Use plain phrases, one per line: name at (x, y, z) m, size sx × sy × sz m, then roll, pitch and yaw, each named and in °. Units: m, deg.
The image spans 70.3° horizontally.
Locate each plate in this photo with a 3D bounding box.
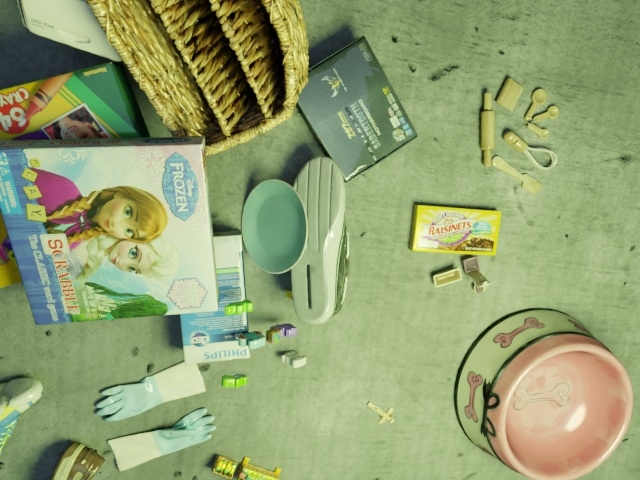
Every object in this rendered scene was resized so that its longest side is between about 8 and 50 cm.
plate at (-0.089, -0.028, 0.905) m, size 0.024 × 0.188 × 0.188 m, roll -6°, pitch 104°, yaw -50°

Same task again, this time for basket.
basket at (-0.154, -0.308, 0.720) m, size 0.213 × 0.223 × 0.299 m, roll 2°, pitch 138°, yaw 26°

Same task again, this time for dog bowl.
dog bowl at (0.541, 0.379, 1.082) m, size 0.408 × 0.150 × 0.408 m, roll -2°, pitch 100°, yaw -10°

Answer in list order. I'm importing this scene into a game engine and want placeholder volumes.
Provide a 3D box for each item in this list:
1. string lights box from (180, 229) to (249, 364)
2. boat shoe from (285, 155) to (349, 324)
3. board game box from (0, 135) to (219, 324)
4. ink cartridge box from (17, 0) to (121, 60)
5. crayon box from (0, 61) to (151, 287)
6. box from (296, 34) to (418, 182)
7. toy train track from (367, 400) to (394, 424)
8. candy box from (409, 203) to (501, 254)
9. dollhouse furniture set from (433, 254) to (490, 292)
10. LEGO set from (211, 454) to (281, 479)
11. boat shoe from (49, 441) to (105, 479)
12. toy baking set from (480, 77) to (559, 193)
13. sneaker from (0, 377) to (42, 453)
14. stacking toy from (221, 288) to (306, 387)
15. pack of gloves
string lights box at (-0.220, 0.115, 0.935) m, size 0.133 × 0.077 × 0.259 m, roll -4°, pitch 100°, yaw -10°
boat shoe at (0.000, 0.000, 0.939) m, size 0.121 × 0.119 × 0.335 m, roll 6°, pitch 92°, yaw 23°
board game box at (-0.346, -0.013, 0.777) m, size 0.318 × 0.066 × 0.318 m, roll -4°, pitch 116°, yaw -9°
ink cartridge box at (-0.367, -0.418, 0.752) m, size 0.158 × 0.092 × 0.218 m, roll 15°, pitch 57°, yaw -12°
crayon box at (-0.478, -0.111, 0.808) m, size 0.363 × 0.106 × 0.313 m, roll -17°, pitch 114°, yaw -7°
box at (0.065, -0.264, 0.932) m, size 0.183 × 0.059 × 0.232 m, roll -32°, pitch 103°, yaw -2°
toy train track at (0.145, 0.412, 1.084) m, size 0.083 × 0.014 × 0.048 m, roll 40°, pitch 91°, yaw -13°
candy box at (0.307, -0.023, 1.034) m, size 0.206 × 0.027 × 0.105 m, roll 3°, pitch 96°, yaw -11°
dollhouse furniture set at (0.323, 0.105, 1.028) m, size 0.114 × 0.081 × 0.091 m, roll -17°, pitch 116°, yaw 1°
LEGO set at (-0.126, 0.593, 1.018) m, size 0.132 × 0.107 × 0.287 m, roll -29°, pitch 103°, yaw -4°
boat shoe at (-0.528, 0.556, 0.942) m, size 0.095 × 0.095 × 0.257 m, roll 24°, pitch 94°, yaw -7°
toy baking set at (0.450, -0.232, 1.022) m, size 0.197 × 0.030 × 0.256 m, roll -1°, pitch 100°, yaw -10°
sneaker at (-0.649, 0.371, 0.909) m, size 0.240 × 0.091 × 0.126 m, roll -26°, pitch 121°, yaw -6°
stacking toy at (-0.110, 0.192, 0.931) m, size 0.221 × 0.052 × 0.167 m, roll -5°, pitch 103°, yaw -45°
pack of gloves at (-0.352, 0.384, 0.974) m, size 0.232 × 0.046 × 0.195 m, roll -18°, pitch 103°, yaw -7°
